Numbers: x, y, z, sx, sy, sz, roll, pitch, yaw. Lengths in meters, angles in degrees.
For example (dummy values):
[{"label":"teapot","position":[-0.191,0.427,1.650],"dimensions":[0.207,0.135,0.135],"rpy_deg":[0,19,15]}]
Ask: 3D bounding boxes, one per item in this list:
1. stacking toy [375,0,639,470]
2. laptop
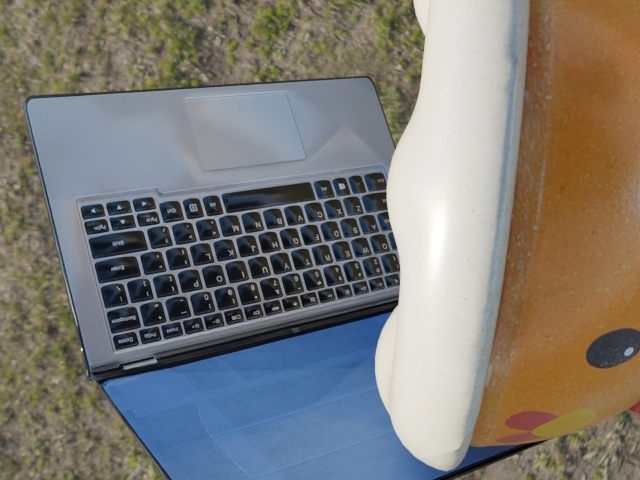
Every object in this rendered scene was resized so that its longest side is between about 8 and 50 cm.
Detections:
[{"label":"stacking toy","position":[0.282,-0.020,0.476],"dimensions":[0.479,0.350,0.351],"rpy_deg":[5,93,7]},{"label":"laptop","position":[0.000,0.000,0.681],"dimensions":[0.236,0.381,0.408],"rpy_deg":[-35,69,56]}]
